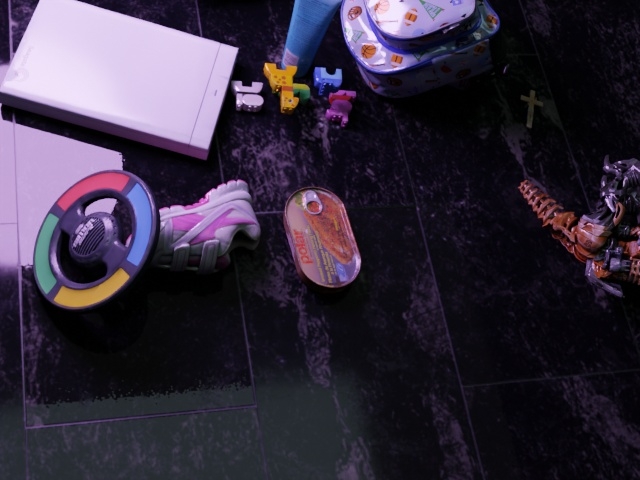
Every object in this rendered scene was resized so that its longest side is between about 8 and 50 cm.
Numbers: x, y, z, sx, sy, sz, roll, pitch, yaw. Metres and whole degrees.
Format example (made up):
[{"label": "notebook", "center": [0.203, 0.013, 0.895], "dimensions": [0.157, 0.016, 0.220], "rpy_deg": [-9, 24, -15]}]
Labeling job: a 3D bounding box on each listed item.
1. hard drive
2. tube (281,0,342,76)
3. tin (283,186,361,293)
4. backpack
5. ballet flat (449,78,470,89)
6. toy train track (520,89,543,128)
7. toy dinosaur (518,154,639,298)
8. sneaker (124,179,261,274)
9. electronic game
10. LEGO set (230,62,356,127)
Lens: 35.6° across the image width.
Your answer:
[{"label": "hard drive", "center": [-0.337, -0.285, 1.710], "dimensions": [0.352, 0.047, 0.233], "rpy_deg": [15, 59, -5]}, {"label": "tube", "center": [-0.024, -0.367, 1.740], "dimensions": [0.080, 0.207, 0.052], "rpy_deg": [17, 59, -6]}, {"label": "tin", "center": [0.000, 0.000, 1.640], "dimensions": [0.106, 0.040, 0.190], "rpy_deg": [-5, 63, -21]}, {"label": "backpack", "center": [0.172, -0.388, 1.785], "dimensions": [0.263, 0.213, 0.277], "rpy_deg": [-26, 58, 13]}, {"label": "ballet flat", "center": [0.290, -0.374, 1.909], "dimensions": [0.079, 0.077, 0.222], "rpy_deg": [33, 62, -16]}, {"label": "toy train track", "center": [0.397, -0.247, 1.892], "dimensions": [0.048, 0.014, 0.083], "rpy_deg": [17, 64, -13]}, {"label": "toy dinosaur", "center": [0.500, -0.024, 1.719], "dimensions": [0.322, 0.164, 0.218], "rpy_deg": [37, 74, 0]}, {"label": "sneaker", "center": [-0.196, 0.003, 1.550], "dimensions": [0.252, 0.103, 0.111], "rpy_deg": [-28, 73, -22]}, {"label": "electronic game", "center": [-0.336, 0.000, 1.487], "dimensions": [0.229, 0.048, 0.229], "rpy_deg": [-12, 64, 25]}, {"label": "LEGO set", "center": [-0.040, -0.247, 1.740], "dimensions": [0.227, 0.087, 0.093], "rpy_deg": [3, 60, -11]}]
